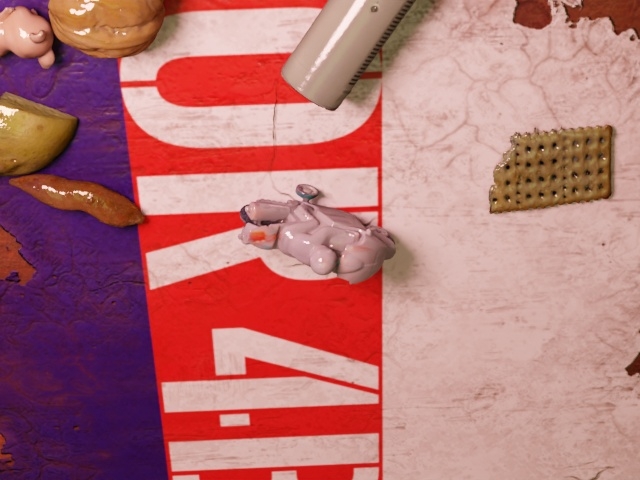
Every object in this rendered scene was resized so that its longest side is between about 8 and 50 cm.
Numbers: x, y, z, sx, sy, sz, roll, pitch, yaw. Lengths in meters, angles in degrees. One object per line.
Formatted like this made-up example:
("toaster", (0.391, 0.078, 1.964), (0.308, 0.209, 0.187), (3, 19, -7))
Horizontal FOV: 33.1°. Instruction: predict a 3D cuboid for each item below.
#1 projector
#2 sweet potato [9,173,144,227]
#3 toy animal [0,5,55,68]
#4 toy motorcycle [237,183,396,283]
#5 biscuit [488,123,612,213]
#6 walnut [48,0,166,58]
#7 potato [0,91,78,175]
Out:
("projector", (0.076, -0.347, 1.549), (0.108, 0.108, 0.337), (30, 113, -17))
("sweet potato", (-0.384, -0.070, 1.709), (0.218, 0.051, 0.065), (18, 131, -11))
("toy animal", (-0.453, -0.296, 1.573), (0.150, 0.083, 0.089), (2, 98, 16))
("toy motorcycle", (0.000, 0.000, 1.696), (0.260, 0.171, 0.110), (12, 115, -11))
("biscuit", (0.371, -0.116, 1.733), (0.203, 0.016, 0.144), (-5, 118, 0))
("walnut", (-0.302, -0.331, 1.529), (0.166, 0.149, 0.166), (-11, 151, -6))
("potato", (-0.453, -0.137, 1.657), (0.120, 0.081, 0.149), (18, 116, -9))
